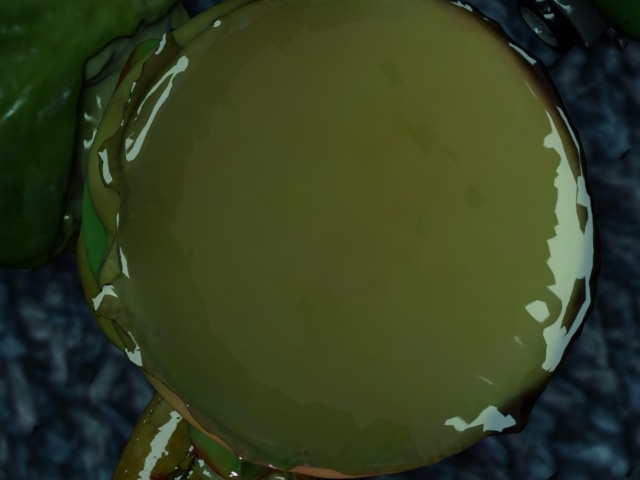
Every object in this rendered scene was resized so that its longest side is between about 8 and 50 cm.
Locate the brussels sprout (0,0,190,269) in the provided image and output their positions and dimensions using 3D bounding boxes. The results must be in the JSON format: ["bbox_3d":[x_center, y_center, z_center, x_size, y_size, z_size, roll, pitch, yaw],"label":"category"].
[{"bbox_3d":[-0.146,-0.081,0.759,0.145,0.131,0.183,19,85,0],"label":"brussels sprout"}]

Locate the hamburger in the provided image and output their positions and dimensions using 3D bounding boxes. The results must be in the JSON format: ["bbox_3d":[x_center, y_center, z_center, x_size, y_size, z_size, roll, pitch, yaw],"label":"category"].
[{"bbox_3d":[0.000,0.000,0.725,0.237,0.149,0.237,1,87,-13],"label":"hamburger"}]

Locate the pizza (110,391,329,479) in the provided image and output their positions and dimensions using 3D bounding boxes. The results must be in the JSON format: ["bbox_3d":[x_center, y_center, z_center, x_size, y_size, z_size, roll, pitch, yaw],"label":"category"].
[{"bbox_3d":[-0.016,0.158,0.757,0.193,0.053,0.201,-4,82,3],"label":"pizza"}]

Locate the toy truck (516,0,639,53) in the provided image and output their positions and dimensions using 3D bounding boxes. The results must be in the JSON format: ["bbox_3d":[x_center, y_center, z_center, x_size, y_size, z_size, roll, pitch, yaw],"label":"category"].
[{"bbox_3d":[0.096,-0.190,0.763,0.101,0.125,0.242,-44,81,-2],"label":"toy truck"}]
